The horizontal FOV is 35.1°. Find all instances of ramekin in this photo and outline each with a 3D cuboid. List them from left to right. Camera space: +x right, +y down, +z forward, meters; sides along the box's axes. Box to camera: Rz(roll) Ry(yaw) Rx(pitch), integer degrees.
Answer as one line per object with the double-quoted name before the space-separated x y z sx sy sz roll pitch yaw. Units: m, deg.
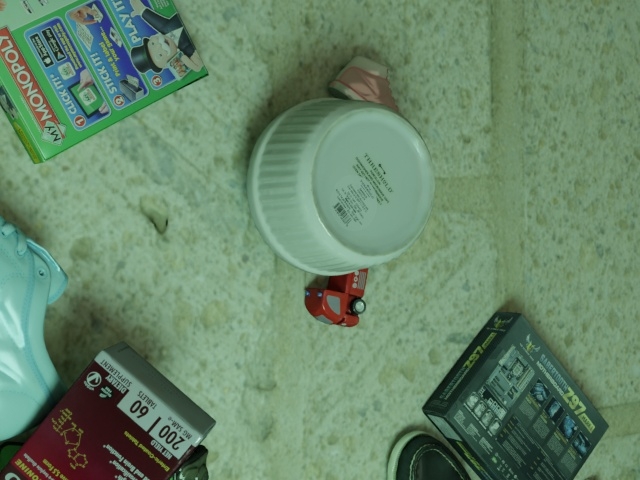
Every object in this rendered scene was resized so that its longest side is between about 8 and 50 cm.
"ramekin" 0.033 -0.062 1.136 0.207 0.109 0.207 0 91 -31

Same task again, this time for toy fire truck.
"toy fire truck" 0.000 0.000 1.208 0.135 0.047 0.192 15 82 -30

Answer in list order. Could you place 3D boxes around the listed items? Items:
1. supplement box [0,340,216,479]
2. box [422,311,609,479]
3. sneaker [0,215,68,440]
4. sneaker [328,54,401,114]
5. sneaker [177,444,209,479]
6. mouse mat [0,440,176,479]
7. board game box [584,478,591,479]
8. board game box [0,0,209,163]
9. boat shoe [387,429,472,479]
"supplement box" -0.229 0.231 0.983 0.130 0.073 0.239 40 96 3
"box" 0.267 0.239 1.361 0.183 0.059 0.232 -49 112 -21
"sneaker" -0.331 0.016 0.977 0.150 0.135 0.365 -18 108 -37
"sneaker" 0.078 -0.176 1.252 0.134 0.051 0.070 37 77 -21
"sneaker" -0.148 0.304 1.075 0.130 0.087 0.227 -30 106 13
"mouse mat" -0.241 0.285 1.025 0.190 0.007 0.152 4 92 7
"board game box" 0.373 0.435 1.443 0.103 0.026 0.154 -23 102 -28
"board game box" -0.278 -0.268 1.044 0.213 0.046 0.317 -33 106 -25
"boat shoe" 0.188 0.402 1.283 0.127 0.113 0.340 -21 100 -29
